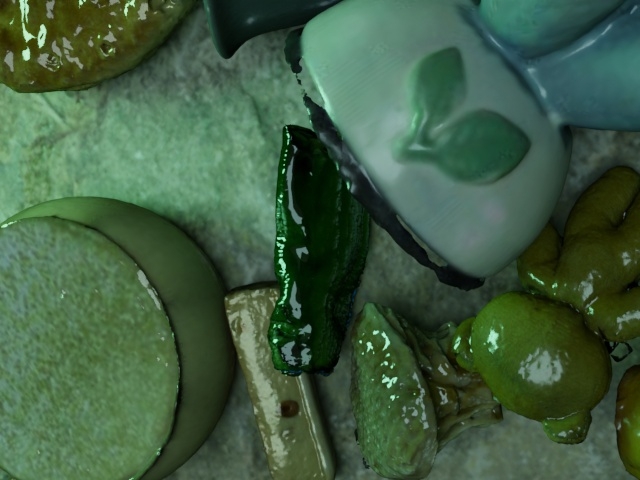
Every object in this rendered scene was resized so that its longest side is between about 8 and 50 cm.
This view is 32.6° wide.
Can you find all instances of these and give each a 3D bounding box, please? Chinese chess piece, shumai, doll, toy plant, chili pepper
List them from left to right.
[{"bbox_3d":[-0.207,0.095,0.974,0.270,0.112,0.270,3,99,21],"label":"Chinese chess piece"},{"bbox_3d":[-0.002,0.000,0.897,0.061,0.098,0.224,7,94,49],"label":"chili pepper"},{"bbox_3d":[0.089,0.120,0.880,0.116,0.145,0.145,-9,97,-20],"label":"shumai"},{"bbox_3d":[0.166,-0.146,0.735,0.332,0.247,0.247,-36,85,21],"label":"toy plant"},{"bbox_3d":[0.199,0.043,0.814,0.137,0.097,0.209,35,83,34],"label":"doll"}]

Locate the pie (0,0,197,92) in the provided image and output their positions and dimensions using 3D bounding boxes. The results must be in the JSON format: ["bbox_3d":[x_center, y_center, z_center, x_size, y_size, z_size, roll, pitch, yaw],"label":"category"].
[{"bbox_3d":[-0.239,-0.286,0.944,0.340,0.083,0.339,2,98,18],"label":"pie"}]

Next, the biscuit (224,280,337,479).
[{"bbox_3d":[-0.032,0.127,0.948,0.056,0.052,0.188,-16,94,9],"label":"biscuit"}]

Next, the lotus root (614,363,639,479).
[{"bbox_3d":[0.354,0.141,0.752,0.291,0.193,0.193,0,99,19],"label":"lotus root"}]

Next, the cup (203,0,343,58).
[{"bbox_3d":[-0.010,-0.242,0.825,0.150,0.199,0.199,-3,98,3],"label":"cup"}]
